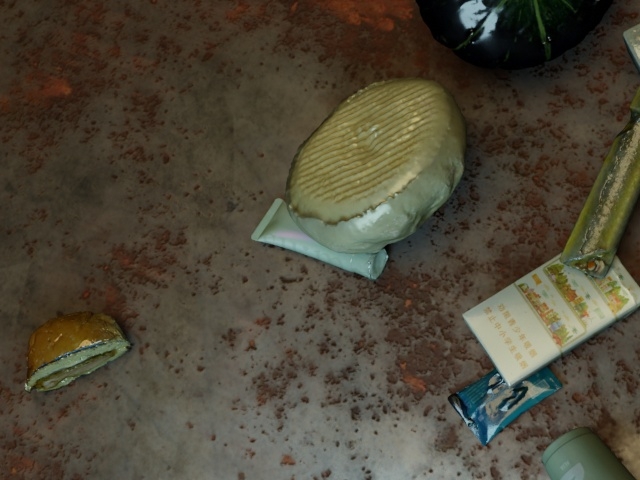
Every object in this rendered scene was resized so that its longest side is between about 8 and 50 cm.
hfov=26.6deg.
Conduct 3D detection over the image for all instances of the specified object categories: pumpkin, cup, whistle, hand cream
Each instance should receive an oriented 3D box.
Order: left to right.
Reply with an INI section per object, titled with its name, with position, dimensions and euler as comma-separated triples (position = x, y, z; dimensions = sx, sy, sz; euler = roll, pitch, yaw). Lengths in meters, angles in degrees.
[hand cream]
position = 0.000, 0.000, 1.977
dimensions = 0.205, 0.050, 0.078
euler = 22, 69, 26
[pumpkin]
position = 0.260, -0.388, 1.895
dimensions = 0.296, 0.296, 0.295
euler = -5, 75, 18
[cup]
position = 0.356, 0.315, 1.741
dimensions = 0.120, 0.120, 0.141
euler = -34, 56, 8
[whistle]
position = 0.413, -0.105, 1.800
dimensions = 0.068, 0.057, 0.326
euler = 23, 94, 2

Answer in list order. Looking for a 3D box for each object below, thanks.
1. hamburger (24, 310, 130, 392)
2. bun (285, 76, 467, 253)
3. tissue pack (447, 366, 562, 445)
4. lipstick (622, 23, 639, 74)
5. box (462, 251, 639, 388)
[hamburger]
position = -0.386, 0.152, 2.051
dimensions = 0.176, 0.087, 0.102
euler = -28, 70, 13
[bun]
position = 0.094, -0.096, 1.907
dimensions = 0.287, 0.146, 0.287
euler = -27, 41, 26
[tissue pack]
position = 0.250, 0.207, 1.847
dimensions = 0.138, 0.028, 0.085
euler = -40, 67, 9
[lipstick]
position = 0.597, -0.329, 1.836
dimensions = 0.371, 0.080, 0.076
euler = -27, 71, 12
[box]
position = 0.317, 0.092, 1.836
dimensions = 0.220, 0.032, 0.122
euler = -32, 68, 0
